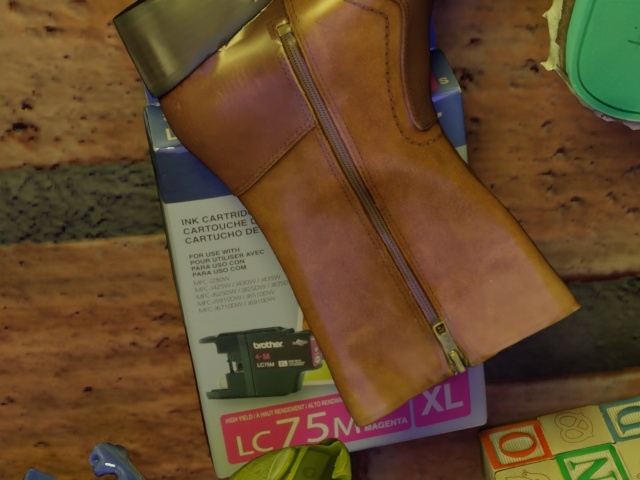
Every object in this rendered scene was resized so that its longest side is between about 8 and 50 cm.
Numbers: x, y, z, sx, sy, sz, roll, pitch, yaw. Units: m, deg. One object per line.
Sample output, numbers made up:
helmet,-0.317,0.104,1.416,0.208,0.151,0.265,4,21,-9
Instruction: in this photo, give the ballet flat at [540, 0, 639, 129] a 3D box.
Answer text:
ballet flat,0.217,-0.249,0.953,0.147,0.147,0.409,6,127,-16

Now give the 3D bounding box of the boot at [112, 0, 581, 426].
boot,0.065,-0.068,0.995,0.264,0.096,0.280,-33,102,-1

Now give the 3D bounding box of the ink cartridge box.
ink cartridge box,0.000,0.000,1.116,0.185,0.065,0.311,-11,123,-5

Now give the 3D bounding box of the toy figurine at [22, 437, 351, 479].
toy figurine,-0.149,0.227,1.152,0.217,0.191,0.362,27,138,-6

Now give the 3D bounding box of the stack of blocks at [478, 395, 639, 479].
stack of blocks,0.222,0.230,1.170,0.171,0.297,0.087,-12,126,-5
